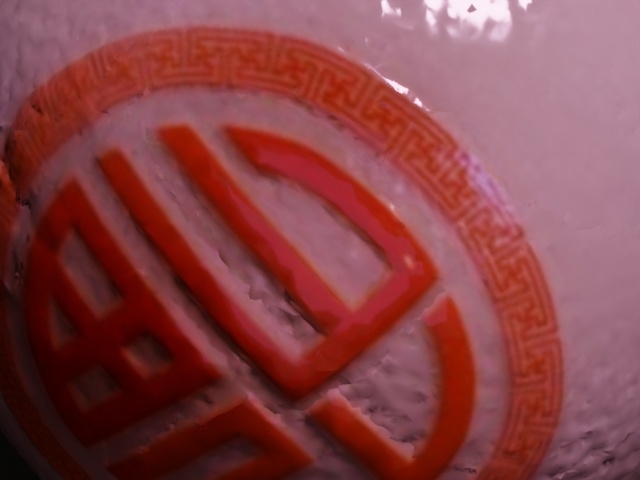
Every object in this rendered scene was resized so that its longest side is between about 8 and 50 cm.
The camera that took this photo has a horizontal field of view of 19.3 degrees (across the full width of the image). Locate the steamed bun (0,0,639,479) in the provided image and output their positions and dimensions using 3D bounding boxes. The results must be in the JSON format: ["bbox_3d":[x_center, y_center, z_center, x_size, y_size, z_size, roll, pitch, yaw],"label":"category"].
[{"bbox_3d":[0.000,0.000,0.590,0.283,0.177,0.283,8,116,17],"label":"steamed bun"}]
